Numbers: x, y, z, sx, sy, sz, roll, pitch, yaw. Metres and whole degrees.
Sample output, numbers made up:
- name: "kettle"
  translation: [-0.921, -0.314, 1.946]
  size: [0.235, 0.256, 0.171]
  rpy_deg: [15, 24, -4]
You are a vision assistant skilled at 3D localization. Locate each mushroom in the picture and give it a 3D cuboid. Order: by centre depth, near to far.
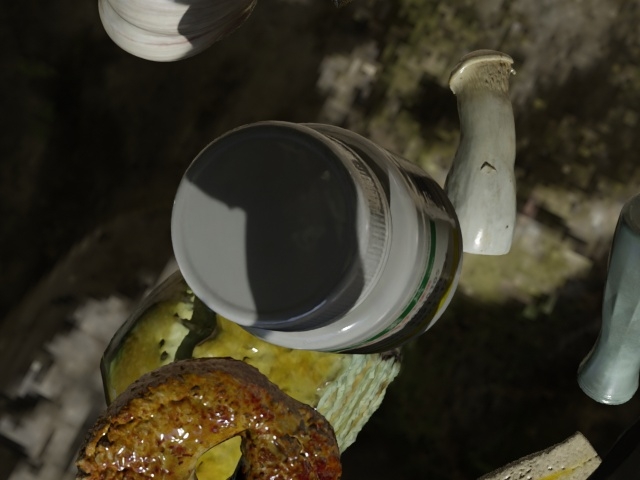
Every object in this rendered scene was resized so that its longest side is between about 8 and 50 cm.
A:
- name: "mushroom"
  translation: [0.174, -0.096, 2.045]
  size: [0.081, 0.223, 0.092]
  rpy_deg: [3, 178, -12]

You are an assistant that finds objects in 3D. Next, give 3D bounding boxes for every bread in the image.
- name: "bread"
  translation: [-0.079, 0.174, 1.341]
  size: [0.193, 0.193, 0.064]
  rpy_deg: [31, -170, -11]
- name: "bread"
  translation: [0.165, 0.231, 1.615]
  size: [0.105, 0.152, 0.077]
  rpy_deg: [104, 145, -71]
- name: "bread"
  translation: [-0.086, 0.153, 2.198]
  size: [0.264, 0.239, 0.395]
  rpy_deg: [31, -176, 12]

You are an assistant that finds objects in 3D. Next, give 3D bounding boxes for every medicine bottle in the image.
- name: "medicine bottle"
  translation: [0.000, 0.000, 1.745]
  size: [0.208, 0.208, 0.339]
  rpy_deg: [23, -178, 16]

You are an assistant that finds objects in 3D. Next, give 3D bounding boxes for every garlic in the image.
- name: "garlic"
  translation: [-0.084, -0.280, 1.820]
  size: [0.253, 0.245, 0.245]
  rpy_deg: [14, 164, -1]

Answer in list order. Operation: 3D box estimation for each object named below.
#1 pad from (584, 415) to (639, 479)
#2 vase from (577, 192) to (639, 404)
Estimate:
- name: "pad"
  translation: [0.177, 0.235, 1.355]
  size: [0.022, 0.174, 0.233]
  rpy_deg: [31, 125, -12]
- name: "vase"
  translation: [0.283, 0.058, 1.685]
  size: [0.086, 0.086, 0.214]
  rpy_deg: [24, 135, 12]
